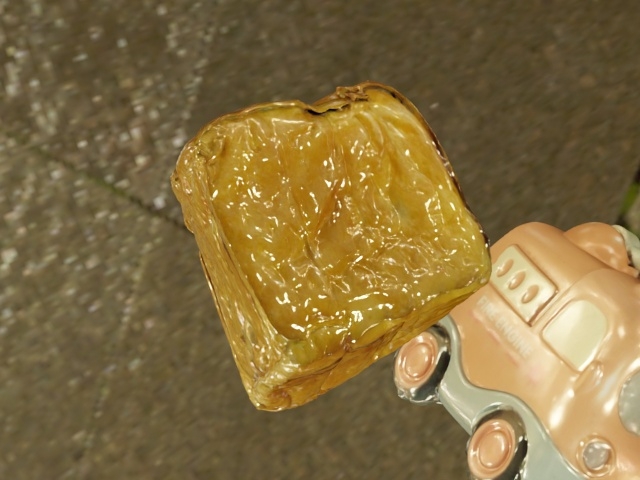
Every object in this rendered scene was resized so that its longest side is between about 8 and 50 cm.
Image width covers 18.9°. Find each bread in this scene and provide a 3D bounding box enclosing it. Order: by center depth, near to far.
[{"bbox_3d":[0.000,0.000,1.120,0.158,0.143,0.149,65,160,15],"label":"bread"}]

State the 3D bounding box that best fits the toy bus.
[{"bbox_3d":[0.222,0.109,1.628,0.232,0.194,0.287,-54,37,9],"label":"toy bus"}]
